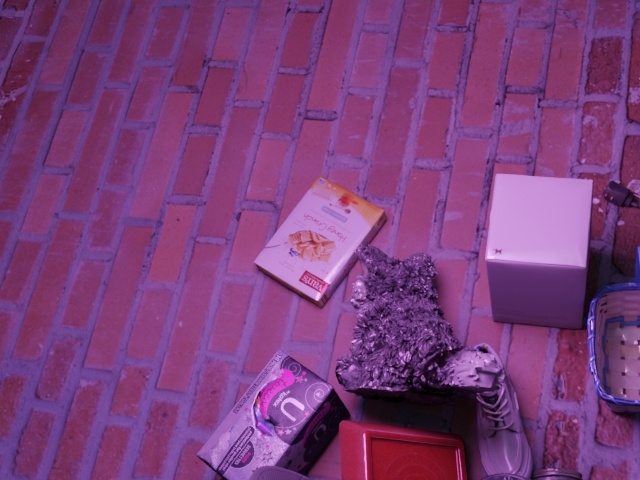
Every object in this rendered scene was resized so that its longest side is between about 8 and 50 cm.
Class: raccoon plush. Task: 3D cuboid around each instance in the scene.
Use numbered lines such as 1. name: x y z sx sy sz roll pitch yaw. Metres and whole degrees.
1. raccoon plush: 0.207 0.137 1.881 0.446 0.216 0.299 -12 66 51

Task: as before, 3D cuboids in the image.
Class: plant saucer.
1. plant saucer: 0.161 0.446 1.820 0.259 0.048 0.259 11 61 -23

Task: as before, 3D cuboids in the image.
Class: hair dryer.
1. hair dryer: 0.725 -0.112 2.039 0.294 0.080 0.223 33 74 24

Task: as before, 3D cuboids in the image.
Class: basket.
1. basket: 0.567 0.171 1.811 0.201 0.289 0.254 -3 66 17

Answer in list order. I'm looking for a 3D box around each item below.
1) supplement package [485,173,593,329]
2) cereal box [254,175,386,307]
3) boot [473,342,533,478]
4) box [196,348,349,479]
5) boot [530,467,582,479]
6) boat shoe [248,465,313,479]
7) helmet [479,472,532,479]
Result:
1. supplement package: 0.406 0.026 1.919 0.175 0.293 0.177 5 66 15
2. cereal box: 0.000 0.000 2.160 0.173 0.047 0.240 29 73 24
3. boot: 0.309 0.310 1.861 0.095 0.123 0.258 -19 46 12
4. box: -0.082 0.357 1.933 0.142 0.163 0.247 31 74 26
5. boot: 0.373 0.509 1.808 0.190 0.076 0.208 -15 54 21
6. boat shoe: -0.003 0.512 1.799 0.320 0.103 0.118 35 42 -7
7. helmet: 0.314 0.467 1.724 0.170 0.169 0.161 -6 72 10
